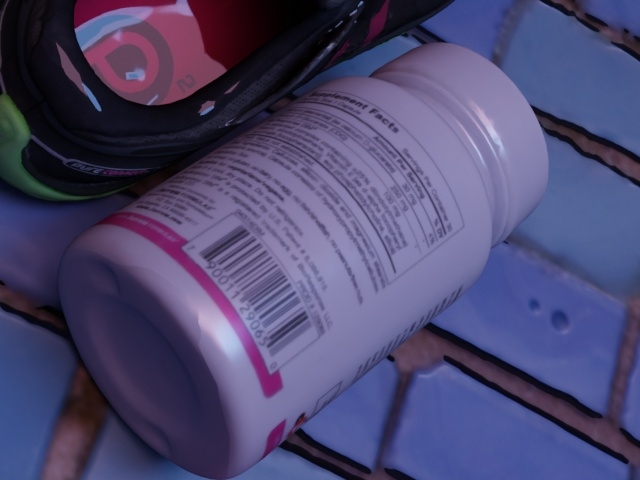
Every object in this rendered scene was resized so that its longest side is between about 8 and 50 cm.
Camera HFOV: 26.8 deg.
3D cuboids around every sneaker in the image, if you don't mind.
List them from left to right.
[{"bbox_3d":[0.009,-0.185,0.799,0.483,0.202,0.185,-43,105,-17],"label":"sneaker"}]

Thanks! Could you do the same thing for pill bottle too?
[{"bbox_3d":[0.000,0.000,0.806,0.283,0.160,0.160,-35,93,-32],"label":"pill bottle"}]
